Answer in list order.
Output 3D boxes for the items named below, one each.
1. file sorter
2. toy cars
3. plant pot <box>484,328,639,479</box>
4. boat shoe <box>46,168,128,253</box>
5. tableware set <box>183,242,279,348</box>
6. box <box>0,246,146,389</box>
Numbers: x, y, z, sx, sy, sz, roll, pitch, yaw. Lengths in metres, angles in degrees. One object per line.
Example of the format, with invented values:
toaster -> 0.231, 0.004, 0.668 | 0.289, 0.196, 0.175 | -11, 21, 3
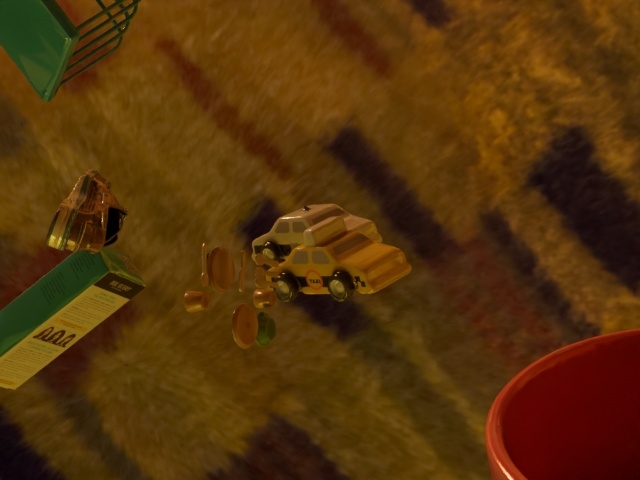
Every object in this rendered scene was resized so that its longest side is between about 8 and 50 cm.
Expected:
file sorter -> -0.225, -0.218, 1.209 | 0.104, 0.170, 0.118 | -39, 91, -21
toy cars -> 0.000, 0.000, 1.831 | 0.176, 0.393, 0.087 | -15, 102, -5
plant pot -> 0.248, 0.218, 0.888 | 0.275, 0.275, 0.243 | -10, 111, -9
boat shoe -> -0.249, -0.023, 1.521 | 0.066, 0.183, 0.066 | 23, 111, -5
tableware set -> -0.092, 0.062, 1.466 | 0.024, 0.154, 0.104 | -4, 81, 30
box -> -0.362, 0.101, 1.870 | 0.244, 0.100, 0.060 | -38, 65, 9
